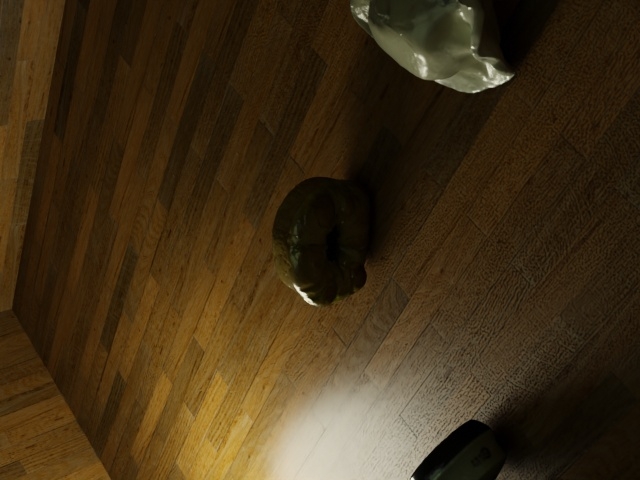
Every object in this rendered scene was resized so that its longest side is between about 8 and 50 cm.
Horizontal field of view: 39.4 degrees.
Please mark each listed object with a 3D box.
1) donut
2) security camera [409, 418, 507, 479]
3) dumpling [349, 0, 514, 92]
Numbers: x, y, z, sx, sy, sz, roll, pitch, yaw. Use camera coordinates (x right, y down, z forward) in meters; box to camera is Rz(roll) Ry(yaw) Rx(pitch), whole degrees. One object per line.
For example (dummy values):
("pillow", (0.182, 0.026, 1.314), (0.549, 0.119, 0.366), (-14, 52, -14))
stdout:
("donut", (0.000, 0.000, 1.808), (0.128, 0.208, 0.261), (22, 115, 45))
("security camera", (0.316, 0.486, 1.637), (0.277, 0.197, 0.191), (45, 144, 20))
("dumpling", (0.204, -0.357, 1.497), (0.318, 0.187, 0.243), (26, 163, 52))
